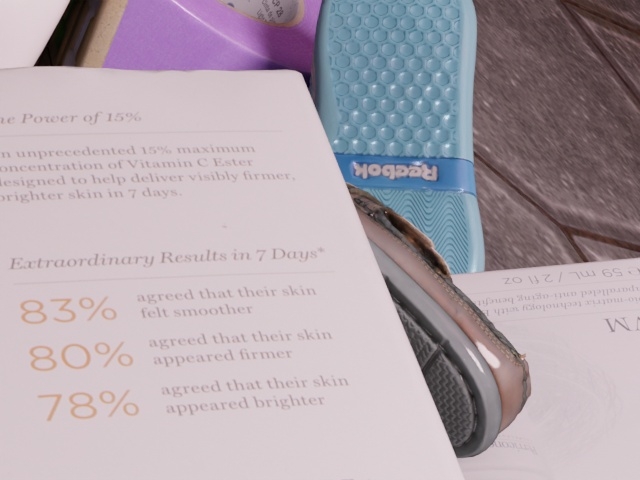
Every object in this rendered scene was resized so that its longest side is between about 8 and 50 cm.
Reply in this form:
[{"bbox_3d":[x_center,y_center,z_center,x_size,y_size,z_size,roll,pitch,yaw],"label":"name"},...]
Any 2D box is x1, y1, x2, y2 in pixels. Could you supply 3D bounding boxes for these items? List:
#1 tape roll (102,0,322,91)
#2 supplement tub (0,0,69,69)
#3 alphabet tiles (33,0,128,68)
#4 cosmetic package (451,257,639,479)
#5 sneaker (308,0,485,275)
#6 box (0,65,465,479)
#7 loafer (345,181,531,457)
[{"bbox_3d":[-0.111,-0.186,1.272,0.275,0.090,0.275,35,25,-19],"label":"tape roll"},{"bbox_3d":[-0.277,-0.167,0.766,0.331,0.241,0.241,31,26,-21],"label":"supplement tub"},{"bbox_3d":[-0.109,-0.150,0.867,0.011,0.342,0.285,19,16,-19],"label":"alphabet tiles"},{"bbox_3d":[0.081,0.135,0.861,0.224,0.138,0.224,-5,43,-13],"label":"cosmetic package"},{"bbox_3d":[0.036,0.002,1.160,0.127,0.208,0.319,10,66,1],"label":"sneaker"},{"bbox_3d":[-0.079,0.108,0.632,0.215,0.168,0.345,-2,43,-17],"label":"box"},{"bbox_3d":[0.000,0.000,0.834,0.084,0.096,0.267,-29,46,-35],"label":"loafer"}]
